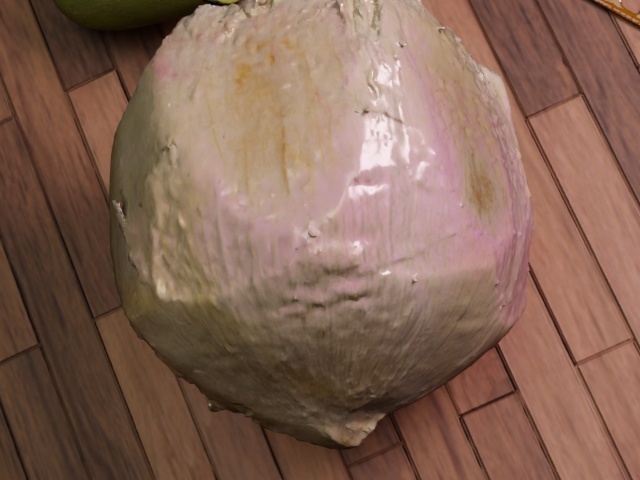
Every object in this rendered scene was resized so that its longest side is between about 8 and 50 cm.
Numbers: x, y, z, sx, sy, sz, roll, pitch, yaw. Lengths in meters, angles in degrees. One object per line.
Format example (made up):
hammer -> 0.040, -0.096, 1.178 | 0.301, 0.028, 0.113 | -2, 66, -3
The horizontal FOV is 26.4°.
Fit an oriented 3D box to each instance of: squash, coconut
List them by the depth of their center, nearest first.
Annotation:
coconut -> 0.000, 0.000, 1.224 | 0.404, 0.404, 0.405 | -2, 78, 10
squash -> -0.194, -0.283, 1.418 | 0.247, 0.132, 0.133 | -8, 76, 40

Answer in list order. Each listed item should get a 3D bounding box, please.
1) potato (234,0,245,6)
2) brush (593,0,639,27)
potato -> -0.044, -0.201, 1.411 | 0.112, 0.112, 0.147 | -29, 73, 4
brush -> 0.237, -0.296, 1.426 | 0.314, 0.017, 0.090 | 30, 88, 14
